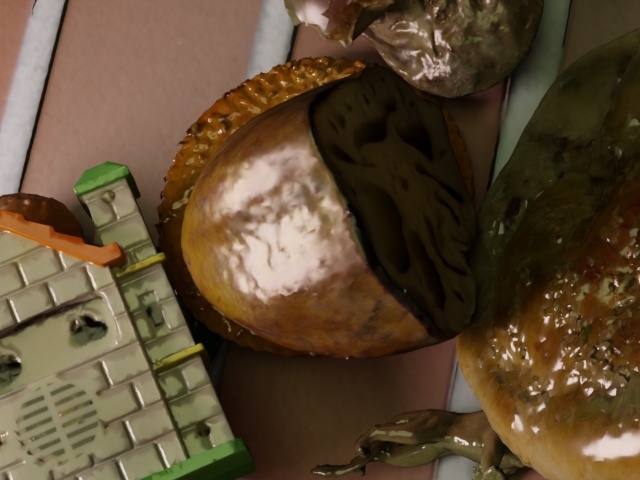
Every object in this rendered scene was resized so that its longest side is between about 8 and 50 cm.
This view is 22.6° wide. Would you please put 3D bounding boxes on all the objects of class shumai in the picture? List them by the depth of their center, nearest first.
[{"bbox_3d":[0.066,-0.211,1.211,0.161,0.153,0.209,-34,61,29],"label":"shumai"}]

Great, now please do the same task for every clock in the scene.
[{"bbox_3d":[-0.196,0.091,1.173,0.220,0.106,0.255,-22,74,-4],"label":"clock"}]

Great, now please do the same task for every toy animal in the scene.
[{"bbox_3d":[0.098,0.153,1.148,0.220,0.069,0.086,-12,50,12],"label":"toy animal"}]

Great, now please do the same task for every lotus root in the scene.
[{"bbox_3d":[0.000,0.000,1.121,0.180,0.188,0.199,-28,88,28],"label":"lotus root"}]

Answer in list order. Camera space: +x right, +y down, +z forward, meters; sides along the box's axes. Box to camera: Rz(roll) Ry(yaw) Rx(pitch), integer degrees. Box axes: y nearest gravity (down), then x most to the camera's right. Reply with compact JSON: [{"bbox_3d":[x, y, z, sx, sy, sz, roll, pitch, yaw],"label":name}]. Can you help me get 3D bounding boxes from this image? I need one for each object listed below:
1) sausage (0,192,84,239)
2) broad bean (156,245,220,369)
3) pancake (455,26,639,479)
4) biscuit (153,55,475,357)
[{"bbox_3d":[-0.254,0.097,1.271,0.105,0.105,0.274,6,77,21],"label":"sausage"},{"bbox_3d":[-0.108,0.095,1.247,0.061,0.046,0.195,-7,68,24],"label":"broad bean"},{"bbox_3d":[0.224,-0.014,1.047,0.387,0.082,0.386,-36,37,33],"label":"pancake"},{"bbox_3d":[-0.004,-0.030,1.231,0.254,0.035,0.254,-4,69,9],"label":"biscuit"}]
